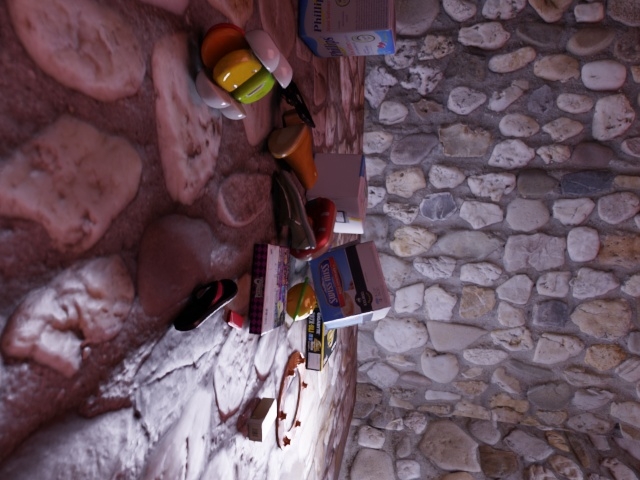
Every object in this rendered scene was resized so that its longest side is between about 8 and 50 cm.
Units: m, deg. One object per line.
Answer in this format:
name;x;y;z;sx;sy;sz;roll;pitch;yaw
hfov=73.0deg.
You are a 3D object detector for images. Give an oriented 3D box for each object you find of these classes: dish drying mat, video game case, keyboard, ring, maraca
dish drying mat;-0.195;0.184;0.995;0.083;0.008;0.032;66;29;-65
video game case;-0.134;0.127;1.183;0.210;0.042;0.232;13;80;-78
keyboard;0.075;0.054;1.678;0.072;0.256;0.014;51;49;-17
ring;-0.092;0.567;1.541;0.336;0.032;0.336;3;90;-79
keyboard;-0.077;-0.385;1.183;0.100;0.038;0.192;30;31;-52
maraca;-0.063;0.189;1.404;0.185;0.099;0.127;-76;-174;-73

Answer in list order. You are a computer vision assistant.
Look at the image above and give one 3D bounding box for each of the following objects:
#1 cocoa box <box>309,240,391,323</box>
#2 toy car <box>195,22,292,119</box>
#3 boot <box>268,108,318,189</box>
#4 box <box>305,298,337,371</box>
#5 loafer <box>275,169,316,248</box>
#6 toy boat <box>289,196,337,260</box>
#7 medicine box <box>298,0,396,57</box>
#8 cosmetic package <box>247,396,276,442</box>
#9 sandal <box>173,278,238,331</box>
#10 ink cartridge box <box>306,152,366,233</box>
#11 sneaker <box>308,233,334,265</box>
cocoa box;0.102;0.175;1.534;0.347;0.228;0.231;73;4;-74
toy car;-0.152;-0.323;0.795;0.136;0.159;0.182;58;11;6
boot;-0.060;-0.232;1.232;0.295;0.104;0.211;-83;160;-55
box;0.012;0.378;1.860;0.322;0.079;0.257;-21;112;-77
loafer;-0.084;-0.078;1.245;0.094;0.087;0.251;-103;175;-72
toy boat;-0.046;-0.052;1.391;0.151;0.151;0.231;38;49;-38
medicine box;0.099;-0.719;1.428;0.263;0.289;0.149;-33;124;-75
cosmetic package;-0.158;0.487;1.180;0.115;0.041;0.060;-46;138;-72
sandal;-0.207;0.105;0.795;0.179;0.067;0.040;-51;132;-65
ink cartridge box;0.075;-0.179;1.695;0.270;0.197;0.198;72;25;-61
sneaker;-0.022;0.044;1.563;0.091;0.094;0.258;-39;161;-28
